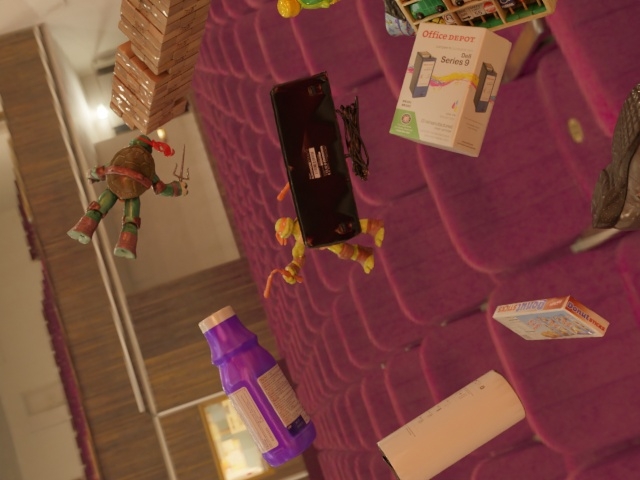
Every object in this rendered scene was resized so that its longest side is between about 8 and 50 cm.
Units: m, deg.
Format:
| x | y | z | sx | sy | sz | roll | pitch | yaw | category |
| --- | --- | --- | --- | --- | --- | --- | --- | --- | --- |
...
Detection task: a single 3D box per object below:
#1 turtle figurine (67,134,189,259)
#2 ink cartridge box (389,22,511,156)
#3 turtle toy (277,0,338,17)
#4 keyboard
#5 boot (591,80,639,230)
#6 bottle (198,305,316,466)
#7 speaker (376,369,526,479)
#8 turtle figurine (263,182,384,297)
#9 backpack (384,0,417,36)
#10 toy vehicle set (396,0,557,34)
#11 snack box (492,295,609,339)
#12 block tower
| x | y | z | sx | sy | sz | roll | pitch | yaw | category |
| --- | --- | --- | --- | --- | --- | --- | --- | --- | --- |
| -0.326 | -0.095 | 1.270 | 0.118 | 0.175 | 0.234 | 89 | -162 | -67 | turtle figurine |
| 0.232 | -0.275 | 1.351 | 0.154 | 0.093 | 0.212 | 23 | 99 | 44 | ink cartridge box |
| -0.025 | -0.327 | 0.880 | 0.130 | 0.095 | 0.066 | 55 | 148 | 8 | turtle toy |
| 0.010 | -0.092 | 0.851 | 0.038 | 0.100 | 0.192 | -29 | -72 | -71 | keyboard |
| 0.621 | -0.135 | 1.302 | 0.338 | 0.223 | 0.118 | 88 | -166 | -51 | boot |
| -0.115 | 0.251 | 1.314 | 0.283 | 0.092 | 0.118 | 58 | -163 | 3 | bottle |
| 0.122 | 0.179 | 0.707 | 0.055 | 0.136 | 0.055 | 58 | 172 | 13 | speaker |
| 0.000 | 0.000 | 1.431 | 0.087 | 0.217 | 0.269 | -109 | 34 | -67 | turtle figurine |
| 0.224 | -0.552 | 1.751 | 0.117 | 0.158 | 0.173 | 36 | 157 | 29 | backpack |
| 0.269 | -0.448 | 1.352 | 0.166 | 0.267 | 0.035 | 47 | -126 | -34 | toy vehicle set |
| 0.295 | 0.104 | 0.979 | 0.064 | 0.022 | 0.178 | 34 | 164 | -8 | snack box |
| -0.244 | -0.296 | 1.128 | 0.091 | 0.097 | 0.335 | 44 | 148 | 7 | block tower |
